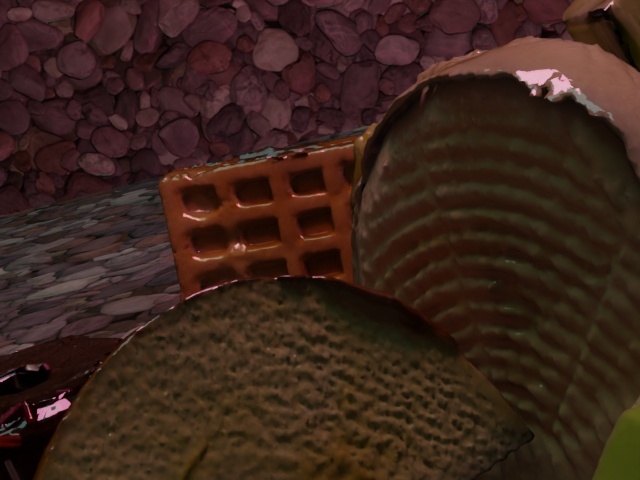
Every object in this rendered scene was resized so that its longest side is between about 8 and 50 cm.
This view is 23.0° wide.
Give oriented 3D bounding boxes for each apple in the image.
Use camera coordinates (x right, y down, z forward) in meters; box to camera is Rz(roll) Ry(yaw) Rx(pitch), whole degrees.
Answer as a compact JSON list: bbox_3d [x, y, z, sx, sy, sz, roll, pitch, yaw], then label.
[{"bbox_3d":[-0.040,0.159,1.033,0.346,0.254,0.179,-29,48,-26],"label":"apple"}]

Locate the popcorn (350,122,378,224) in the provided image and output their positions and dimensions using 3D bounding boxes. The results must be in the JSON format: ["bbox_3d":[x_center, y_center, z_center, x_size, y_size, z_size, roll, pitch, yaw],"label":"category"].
[{"bbox_3d":[0.149,-0.013,1.486,0.226,0.276,0.276,25,30,22],"label":"popcorn"}]

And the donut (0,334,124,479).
[{"bbox_3d":[-0.288,0.174,1.542,0.270,0.103,0.269,-16,12,3],"label":"donut"}]

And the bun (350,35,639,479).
[{"bbox_3d":[0.191,0.024,1.135,0.202,0.364,0.364,-21,13,-35],"label":"bun"}]

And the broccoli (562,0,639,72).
[{"bbox_3d":[0.306,-0.046,1.273,0.221,0.361,0.252,-30,-8,6],"label":"broccoli"}]

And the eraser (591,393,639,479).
[{"bbox_3d":[0.231,0.164,0.751,0.092,0.210,0.274,29,-9,-24],"label":"eraser"}]

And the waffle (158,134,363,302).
[{"bbox_3d":[0.000,0.000,1.701,0.328,0.224,0.098,-11,-1,9],"label":"waffle"}]
